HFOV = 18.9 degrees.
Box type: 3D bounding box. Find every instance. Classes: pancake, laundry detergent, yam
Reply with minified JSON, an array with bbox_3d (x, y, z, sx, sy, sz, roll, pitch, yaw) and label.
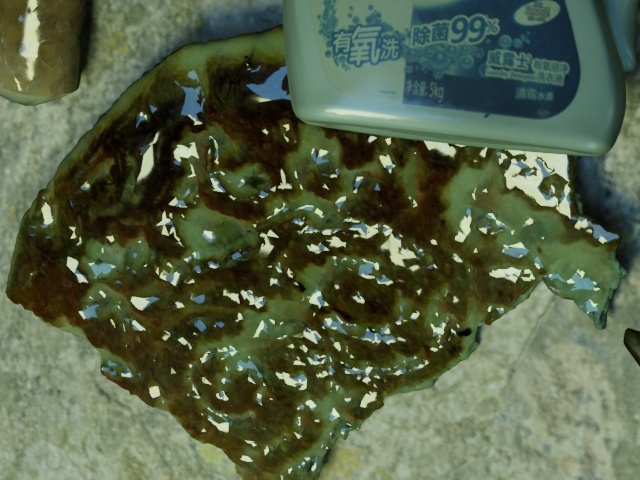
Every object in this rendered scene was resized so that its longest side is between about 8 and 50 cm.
[{"bbox_3d":[-0.004,-0.004,1.267,0.427,0.067,0.305,-34,99,29],"label":"pancake"},{"bbox_3d":[0.090,-0.196,1.105,0.215,0.105,0.280,7,89,3],"label":"laundry detergent"},{"bbox_3d":[-0.156,-0.247,1.231,0.081,0.081,0.356,23,117,16],"label":"yam"}]

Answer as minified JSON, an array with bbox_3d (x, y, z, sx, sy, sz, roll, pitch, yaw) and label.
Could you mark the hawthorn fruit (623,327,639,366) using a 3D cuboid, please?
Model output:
[{"bbox_3d":[0.287,0.196,1.084,0.369,0.285,0.285,51,121,11],"label":"hawthorn fruit"}]
